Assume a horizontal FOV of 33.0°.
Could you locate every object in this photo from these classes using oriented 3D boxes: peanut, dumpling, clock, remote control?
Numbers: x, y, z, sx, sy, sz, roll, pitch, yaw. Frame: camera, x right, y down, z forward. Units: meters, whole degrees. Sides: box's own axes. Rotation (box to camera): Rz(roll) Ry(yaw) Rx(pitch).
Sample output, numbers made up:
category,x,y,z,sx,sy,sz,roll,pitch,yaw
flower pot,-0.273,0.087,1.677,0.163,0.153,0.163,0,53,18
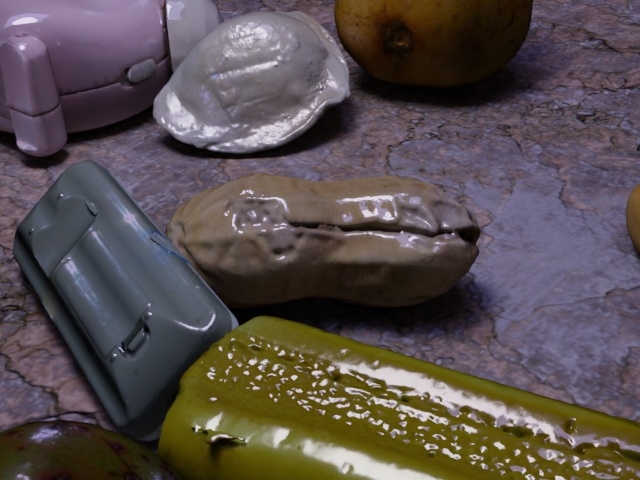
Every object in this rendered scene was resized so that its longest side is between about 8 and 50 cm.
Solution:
category,x,y,z,sx,sy,sz,roll,pitch,yaw
peanut,0.000,0.000,0.983,0.290,0.130,0.130,-1,32,1
dumpling,-0.072,-0.184,1.300,0.252,0.131,0.179,-30,64,-22
clock,-0.326,-0.258,1.399,0.342,0.184,0.326,28,39,33
remote control,-0.188,0.037,0.954,0.128,0.065,0.335,-52,41,3

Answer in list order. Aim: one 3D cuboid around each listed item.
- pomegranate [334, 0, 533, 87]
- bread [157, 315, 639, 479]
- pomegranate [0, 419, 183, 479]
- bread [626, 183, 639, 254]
category,x,y,z,sx,sy,sz,roll,pitch,yaw
pomegranate,0.147,-0.317,1.376,0.260,0.260,0.260,-2,32,2
bread,0.070,0.163,0.727,0.383,0.112,0.166,14,39,26
pomegranate,-0.167,0.210,0.616,0.248,0.202,0.202,-22,26,22
bread,0.403,-0.029,1.022,0.217,0.098,0.147,-10,36,-8
